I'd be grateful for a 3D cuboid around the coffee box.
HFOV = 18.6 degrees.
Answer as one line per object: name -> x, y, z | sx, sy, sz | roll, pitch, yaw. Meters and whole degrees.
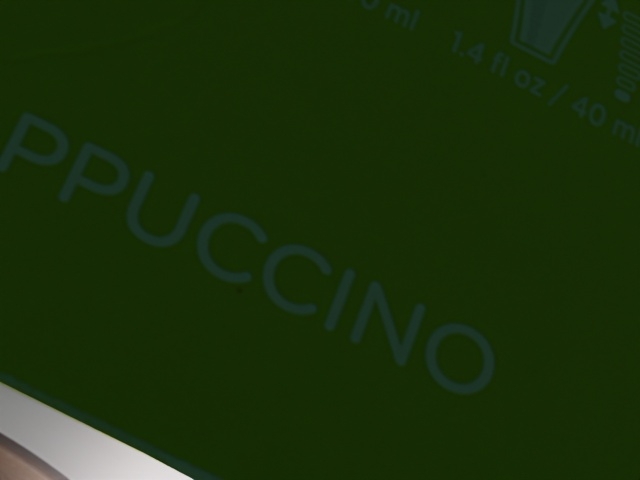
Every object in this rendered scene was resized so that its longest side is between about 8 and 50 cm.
coffee box -> 0.000, 0.000, 0.591 | 0.334, 0.338, 0.338 | -50, -165, 57
